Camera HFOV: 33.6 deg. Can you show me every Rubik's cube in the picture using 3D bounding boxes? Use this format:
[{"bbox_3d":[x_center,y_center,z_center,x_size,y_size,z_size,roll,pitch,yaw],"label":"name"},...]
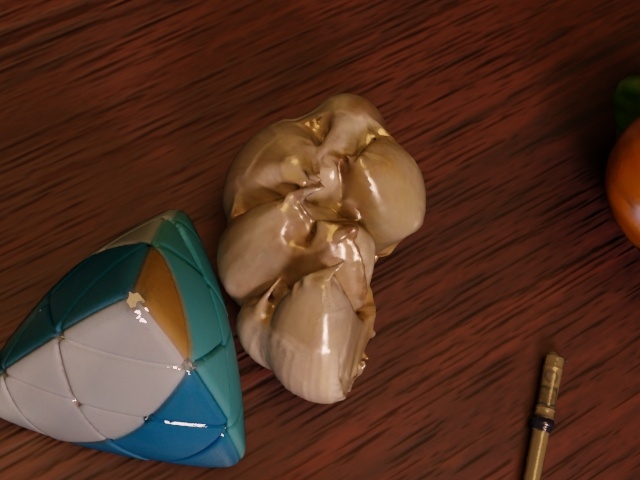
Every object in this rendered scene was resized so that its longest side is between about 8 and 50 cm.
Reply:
[{"bbox_3d":[-0.144,0.052,0.905,0.254,0.254,0.254,3,74,-12],"label":"Rubik's cube"}]

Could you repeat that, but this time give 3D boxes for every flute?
[{"bbox_3d":[0.210,0.221,1.041,0.027,0.027,0.233,18,72,-8],"label":"flute"}]

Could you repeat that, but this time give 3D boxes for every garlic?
[{"bbox_3d":[-0.012,-0.010,0.966,0.184,0.203,0.281,21,74,13],"label":"garlic"}]

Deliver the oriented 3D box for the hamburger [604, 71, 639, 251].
[{"bbox_3d":[0.463,-0.075,0.996,0.395,0.396,0.277,29,71,-4],"label":"hamburger"}]
